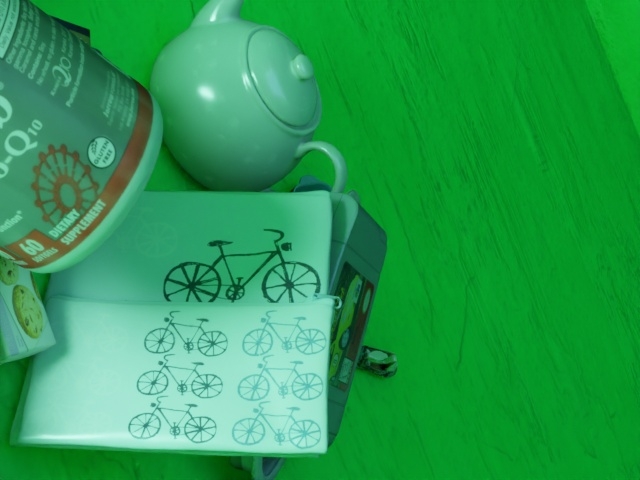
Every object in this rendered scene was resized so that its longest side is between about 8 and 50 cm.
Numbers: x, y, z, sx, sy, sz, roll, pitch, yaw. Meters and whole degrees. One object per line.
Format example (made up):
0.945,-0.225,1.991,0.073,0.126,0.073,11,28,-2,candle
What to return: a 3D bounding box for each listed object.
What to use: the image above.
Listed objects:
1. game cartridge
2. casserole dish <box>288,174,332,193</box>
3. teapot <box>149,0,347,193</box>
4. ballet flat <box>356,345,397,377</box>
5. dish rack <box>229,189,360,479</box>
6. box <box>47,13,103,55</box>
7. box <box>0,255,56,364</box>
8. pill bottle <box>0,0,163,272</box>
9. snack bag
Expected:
0.007,0.100,1.483,0.196,0.060,0.294,34,69,-67,game cartridge
0.000,0.000,1.779,0.114,0.037,0.188,-12,82,-57,casserole dish
-0.084,-0.186,1.634,0.256,0.187,0.252,37,44,-39,teapot
0.087,0.174,1.797,0.114,0.041,0.041,18,57,-50,ballet flat
-0.041,0.110,1.537,0.333,0.072,0.285,-50,147,-54,dish rack
-0.310,-0.181,1.314,0.225,0.036,0.136,15,61,-45,box
-0.360,-0.030,1.265,0.067,0.063,0.324,-13,82,-56,box
-0.335,-0.140,1.100,0.363,0.210,0.210,36,44,-34,pill bottle
-0.140,0.071,1.322,0.037,0.323,0.342,85,9,-54,snack bag
